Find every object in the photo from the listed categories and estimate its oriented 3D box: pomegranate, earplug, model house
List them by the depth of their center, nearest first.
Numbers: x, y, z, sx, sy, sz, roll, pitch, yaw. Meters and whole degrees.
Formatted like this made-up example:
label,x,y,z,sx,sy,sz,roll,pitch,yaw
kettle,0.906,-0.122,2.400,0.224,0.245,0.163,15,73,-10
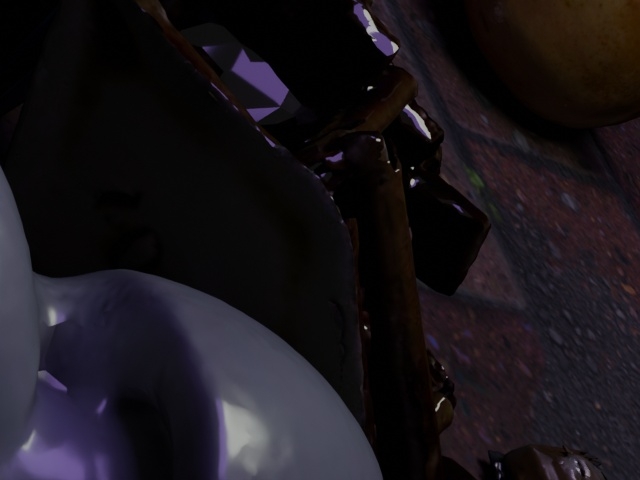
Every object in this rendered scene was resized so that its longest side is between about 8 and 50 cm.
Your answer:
label,x,y,z,sx,sy,sz,roll,pitch,yaw
earplug,-0.125,0.062,0.662,0.325,0.214,0.175,36,31,3
model house,0.000,0.000,0.855,0.317,0.297,0.282,45,34,-1
pomegranate,0.257,-0.207,1.530,0.252,0.229,0.270,1,59,-52

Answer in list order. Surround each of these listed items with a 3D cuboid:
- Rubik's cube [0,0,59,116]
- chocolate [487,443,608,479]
label,x,y,z,sx,sy,sz,roll,pitch,yaw
Rubik's cube,-0.191,-0.214,0.902,0.250,0.248,0.246,46,30,-2
chocolate,0.204,0.258,1.056,0.102,0.065,0.329,14,42,-45
